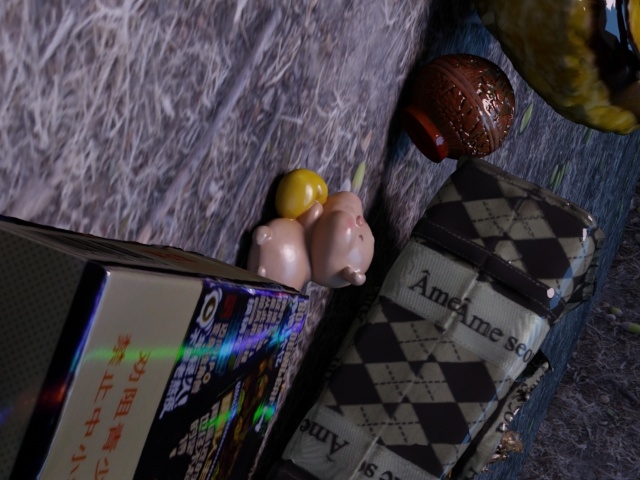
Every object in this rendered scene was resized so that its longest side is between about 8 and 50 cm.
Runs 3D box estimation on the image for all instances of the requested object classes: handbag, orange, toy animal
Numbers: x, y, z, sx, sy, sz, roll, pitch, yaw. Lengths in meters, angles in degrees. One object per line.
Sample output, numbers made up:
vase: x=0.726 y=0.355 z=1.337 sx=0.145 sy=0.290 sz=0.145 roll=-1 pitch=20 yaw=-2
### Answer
handbag: x=0.097 y=0.156 z=1.269 sx=0.416 sy=0.180 sz=0.317 roll=-57 pitch=165 yaw=-8
orange: x=0.261 y=-0.276 z=1.258 sx=0.271 sy=0.210 sz=0.368 roll=48 pitch=59 yaw=-45
toy animal: x=0.000 y=0.000 z=0.963 sx=0.114 sy=0.082 sz=0.091 roll=-45 pitch=149 yaw=-55

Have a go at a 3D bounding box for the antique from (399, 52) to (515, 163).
antique: x=0.127 y=-0.119 z=1.208 sx=0.104 sy=0.104 sz=0.104 roll=19 pitch=90 yaw=-74

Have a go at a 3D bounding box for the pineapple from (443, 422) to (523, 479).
pineapple: x=0.215 y=0.262 z=1.852 sx=0.161 sy=0.137 sz=0.176 roll=83 pitch=30 yaw=-57

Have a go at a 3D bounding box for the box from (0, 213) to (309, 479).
box: x=-0.112 y=0.100 z=0.709 sx=0.310 sy=0.084 sz=0.198 roll=18 pitch=90 yaw=-74
